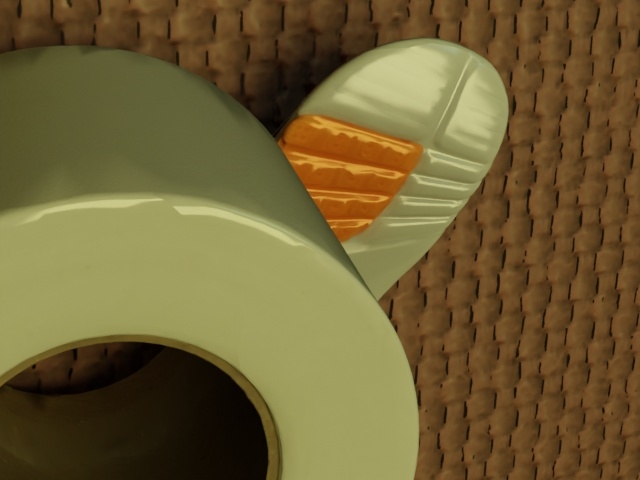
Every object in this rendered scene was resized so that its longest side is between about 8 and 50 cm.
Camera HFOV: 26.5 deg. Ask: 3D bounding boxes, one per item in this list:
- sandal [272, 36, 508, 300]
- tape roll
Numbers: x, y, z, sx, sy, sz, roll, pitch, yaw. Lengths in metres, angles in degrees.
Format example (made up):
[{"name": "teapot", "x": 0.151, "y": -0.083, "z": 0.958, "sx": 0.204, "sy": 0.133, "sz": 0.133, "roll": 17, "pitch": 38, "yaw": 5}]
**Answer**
[{"name": "sandal", "x": -0.009, "y": -0.004, "z": 0.713, "sx": 0.102, "sy": 0.076, "sz": 0.265, "roll": 26, "pitch": 113, "yaw": -21}, {"name": "tape roll", "x": -0.099, "y": 0.058, "z": 0.575, "sx": 0.246, "sy": 0.169, "sz": 0.246, "roll": -7, "pitch": 118, "yaw": -14}]
